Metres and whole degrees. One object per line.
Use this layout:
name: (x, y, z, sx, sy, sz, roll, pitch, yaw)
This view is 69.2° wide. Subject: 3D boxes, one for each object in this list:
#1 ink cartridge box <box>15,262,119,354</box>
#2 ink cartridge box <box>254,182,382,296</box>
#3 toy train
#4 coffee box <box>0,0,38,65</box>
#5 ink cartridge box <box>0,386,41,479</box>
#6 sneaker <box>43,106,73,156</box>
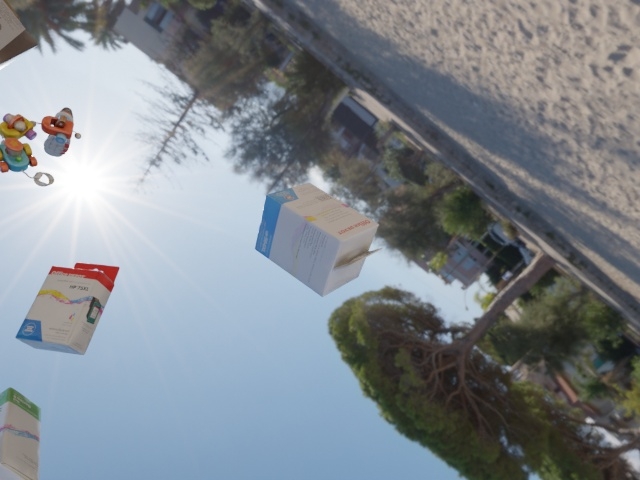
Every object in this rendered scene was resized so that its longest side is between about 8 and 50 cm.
ink cartridge box: (-0.588, 0.142, 1.097, 0.134, 0.231, 0.078, 5, 150, 9)
ink cartridge box: (0.000, 0.000, 0.616, 0.143, 0.090, 0.092, 34, -147, 26)
toy train: (-0.505, -0.180, 0.825, 0.125, 0.046, 0.166, 17, -130, -26)
coffee box: (-0.413, -0.187, 0.465, 0.098, 0.141, 0.246, 60, -171, -33)
ink cartridge box: (-0.602, 0.396, 0.835, 0.212, 0.154, 0.093, 37, 159, 53)
sneaker: (-0.719, -0.301, 1.290, 0.061, 0.158, 0.065, 24, -146, -31)
